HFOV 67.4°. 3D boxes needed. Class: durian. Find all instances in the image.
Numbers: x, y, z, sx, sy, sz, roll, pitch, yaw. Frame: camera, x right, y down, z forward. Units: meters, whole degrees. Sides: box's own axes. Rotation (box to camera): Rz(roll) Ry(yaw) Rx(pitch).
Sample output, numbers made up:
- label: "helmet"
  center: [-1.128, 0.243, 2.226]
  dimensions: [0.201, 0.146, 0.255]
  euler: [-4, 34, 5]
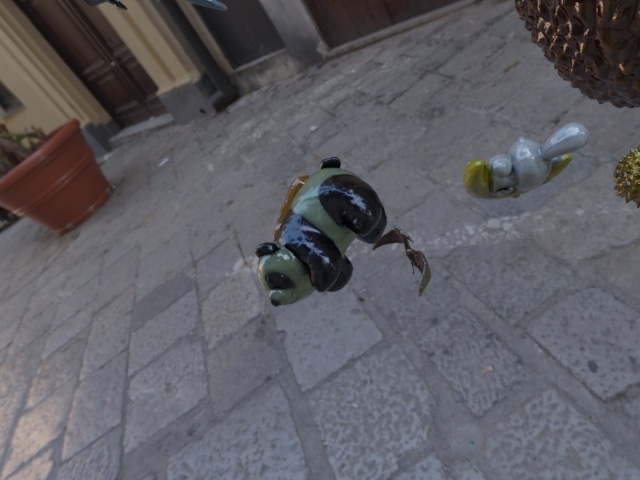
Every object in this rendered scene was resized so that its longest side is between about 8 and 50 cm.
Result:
- label: "durian"
  center: [0.746, -0.162, 1.085]
  dimensions: [0.138, 0.183, 0.250]
  euler: [1, 7, 40]

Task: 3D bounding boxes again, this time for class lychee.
- label: "lychee"
  center: [0.223, -0.189, 0.313]
  dimensions: [0.194, 0.194, 0.194]
  euler: [-24, 33, 17]

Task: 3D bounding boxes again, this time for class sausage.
- label: "sausage"
  center: [-0.062, -0.072, 1.122]
  dimensions: [0.054, 0.062, 0.183]
  euler: [-142, 71, -77]

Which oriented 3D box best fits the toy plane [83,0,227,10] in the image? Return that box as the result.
- label: "toy plane"
  center: [-0.319, -0.485, 0.842]
  dimensions: [0.223, 0.326, 0.104]
  euler: [125, 153, -46]

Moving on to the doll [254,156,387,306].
- label: "doll"
  center: [0.001, -0.001, 0.712]
  dimensions: [0.135, 0.143, 0.234]
  euler: [32, 87, 15]

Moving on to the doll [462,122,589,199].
- label: "doll"
  center: [0.427, -0.158, 1.038]
  dimensions: [0.237, 0.252, 0.111]
  euler: [-10, 74, 14]

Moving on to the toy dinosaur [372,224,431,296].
- label: "toy dinosaur"
  center: [0.289, 0.070, 1.645]
  dimensions: [0.113, 0.206, 0.327]
  euler: [-29, 57, -3]
